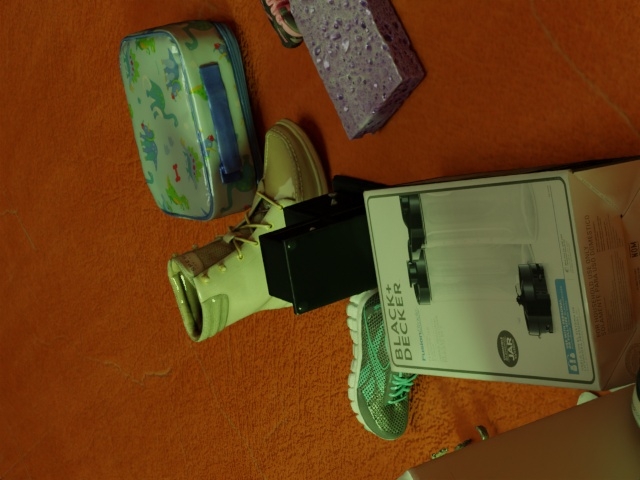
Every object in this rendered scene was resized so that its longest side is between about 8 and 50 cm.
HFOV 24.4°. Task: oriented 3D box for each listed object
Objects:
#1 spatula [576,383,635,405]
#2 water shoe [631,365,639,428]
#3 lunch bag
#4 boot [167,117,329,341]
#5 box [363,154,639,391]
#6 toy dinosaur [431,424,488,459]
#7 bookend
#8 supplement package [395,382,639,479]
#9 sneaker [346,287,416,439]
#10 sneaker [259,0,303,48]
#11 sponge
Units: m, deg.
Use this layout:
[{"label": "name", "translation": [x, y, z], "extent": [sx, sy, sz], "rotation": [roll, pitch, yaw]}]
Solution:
[{"label": "spatula", "translation": [0.283, 0.151, 1.131], "extent": [0.242, 0.019, 0.168], "rotation": [40, 133, 43]}, {"label": "water shoe", "translation": [0.258, 0.121, 0.913], "extent": [0.203, 0.072, 0.080], "rotation": [43, 142, 53]}, {"label": "lunch bag", "translation": [-0.139, -0.132, 1.637], "extent": [0.176, 0.090, 0.219], "rotation": [6, 111, 61]}, {"label": "boot", "translation": [-0.076, -0.008, 1.515], "extent": [0.077, 0.165, 0.213], "rotation": [36, 137, 47]}, {"label": "box", "translation": [0.154, 0.027, 1.194], "extent": [0.290, 0.087, 0.169], "rotation": [-1, 99, 61]}, {"label": "toy dinosaur", "translation": [0.144, 0.233, 1.384], "extent": [0.093, 0.053, 0.183], "rotation": [60, 150, 18]}, {"label": "bookend", "translation": [0.000, 0.000, 1.396], "extent": [0.157, 0.156, 0.072], "rotation": [17, 121, 58]}, {"label": "supplement package", "translation": [0.177, 0.222, 1.029], "extent": [0.178, 0.292, 0.175], "rotation": [63, 147, 18]}, {"label": "sneaker", "translation": [0.069, 0.125, 1.449], "extent": [0.076, 0.065, 0.167], "rotation": [20, 124, 51]}, {"label": "sneaker", "translation": [-0.046, -0.240, 1.465], "extent": [0.119, 0.047, 0.057], "rotation": [64, 162, 17]}, {"label": "sponge", "translation": [0.019, -0.211, 1.370], "extent": [0.210, 0.031, 0.117], "rotation": [66, 150, 13]}]
